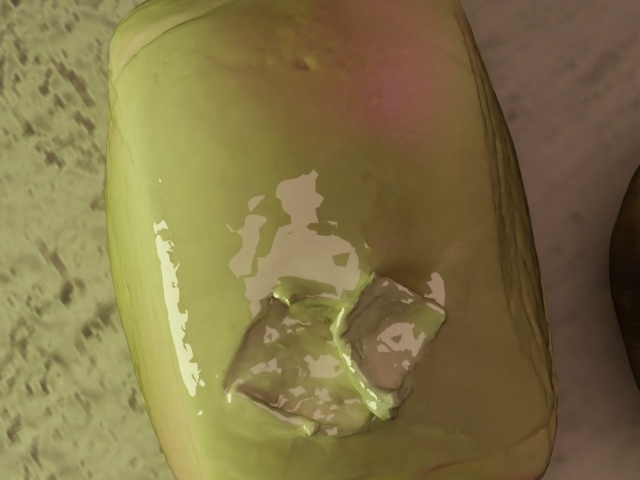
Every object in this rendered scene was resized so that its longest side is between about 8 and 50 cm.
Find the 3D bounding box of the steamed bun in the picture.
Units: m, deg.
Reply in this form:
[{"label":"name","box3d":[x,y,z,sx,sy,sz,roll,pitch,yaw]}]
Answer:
[{"label":"steamed bun","box3d":[0.000,0.000,0.501,0.170,0.152,0.238,-12,84,-1]}]

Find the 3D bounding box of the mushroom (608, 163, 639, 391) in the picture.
[{"label":"mushroom","box3d":[0.186,0.020,0.510,0.166,0.127,0.166,2,86,-21]}]
